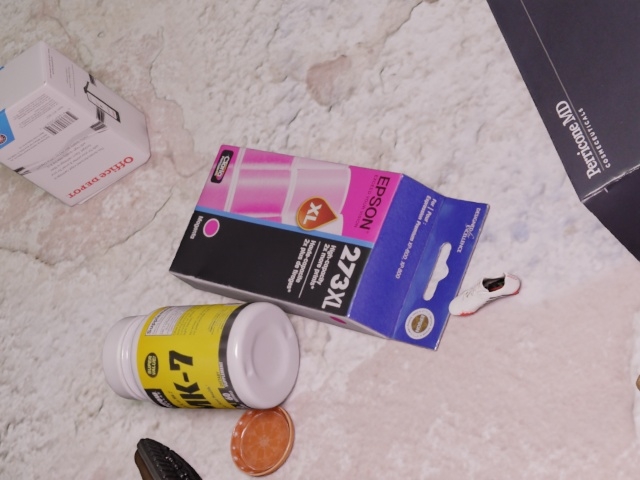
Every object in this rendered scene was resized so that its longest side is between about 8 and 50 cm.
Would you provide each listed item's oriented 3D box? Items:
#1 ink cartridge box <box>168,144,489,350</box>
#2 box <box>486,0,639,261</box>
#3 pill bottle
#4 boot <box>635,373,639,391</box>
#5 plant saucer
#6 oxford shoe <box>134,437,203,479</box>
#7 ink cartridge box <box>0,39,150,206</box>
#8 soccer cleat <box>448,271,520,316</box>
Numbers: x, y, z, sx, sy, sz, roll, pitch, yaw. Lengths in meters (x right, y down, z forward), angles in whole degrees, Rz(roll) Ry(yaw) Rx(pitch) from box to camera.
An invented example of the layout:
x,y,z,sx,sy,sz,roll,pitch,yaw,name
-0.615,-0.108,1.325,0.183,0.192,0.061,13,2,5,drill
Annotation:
x,y,z,sx,sy,sz,roll,pitch,yaw,name
0.000,0.000,1.502,0.371,0.069,0.175,13,75,37,ink cartridge box
0.357,-0.206,1.265,0.312,0.179,0.343,-30,52,19,box
-0.139,0.132,1.494,0.208,0.119,0.119,-5,65,35,pill bottle
0.436,0.068,1.130,0.295,0.104,0.211,6,65,33,boot
-0.064,0.222,1.463,0.083,0.013,0.083,-17,58,30,plant saucer
-0.165,0.313,1.447,0.096,0.083,0.227,-46,48,14,oxford shoe
-0.346,-0.150,1.736,0.148,0.203,0.086,-29,51,21,ink cartridge box
0.167,0.054,1.365,0.083,0.035,0.029,-23,56,25,soccer cleat
